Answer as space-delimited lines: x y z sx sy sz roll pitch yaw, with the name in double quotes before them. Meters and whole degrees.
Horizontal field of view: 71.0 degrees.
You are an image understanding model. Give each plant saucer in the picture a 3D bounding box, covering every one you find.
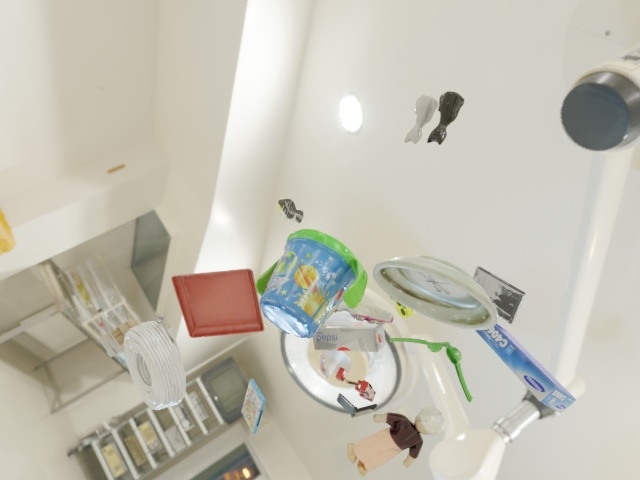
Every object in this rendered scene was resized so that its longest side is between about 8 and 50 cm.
"plant saucer" 0.363 0.143 1.404 0.400 0.101 0.400 25 -19 9
"plant saucer" -0.327 0.198 1.471 0.048 0.258 0.259 -94 178 -59

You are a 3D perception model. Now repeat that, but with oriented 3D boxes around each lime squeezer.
"lime squeezer" 0.362 0.357 1.387 0.310 0.110 0.059 37 0 -1

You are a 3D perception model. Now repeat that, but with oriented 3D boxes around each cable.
"cable" -0.479 0.362 1.296 0.257 0.089 0.257 -32 -101 47

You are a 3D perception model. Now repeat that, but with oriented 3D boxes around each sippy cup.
"sippy cup" -0.038 0.126 1.192 0.240 0.224 0.305 35 -32 -3

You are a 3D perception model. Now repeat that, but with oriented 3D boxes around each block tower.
"block tower" -0.768 0.376 1.726 0.097 0.091 0.335 56 -37 -3

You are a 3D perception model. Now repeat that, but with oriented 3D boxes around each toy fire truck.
"toy fire truck" 0.149 0.604 1.875 0.135 0.047 0.192 14 -30 31

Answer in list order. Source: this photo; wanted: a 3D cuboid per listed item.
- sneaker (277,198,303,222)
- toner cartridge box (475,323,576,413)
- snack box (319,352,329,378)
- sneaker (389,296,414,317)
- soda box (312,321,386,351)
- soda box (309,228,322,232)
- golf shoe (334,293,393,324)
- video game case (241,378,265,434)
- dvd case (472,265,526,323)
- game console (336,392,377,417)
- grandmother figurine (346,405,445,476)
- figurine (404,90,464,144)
"sneaker" -0.159 -0.137 2.079 0.094 0.081 0.208 15 -14 26
"toner cartridge box" 0.714 0.433 1.589 0.165 0.075 0.348 31 15 -32
"snack box" 0.019 0.655 2.346 0.064 0.022 0.178 59 3 -10
"sneaker" 0.392 0.258 2.159 0.296 0.109 0.123 -97 -178 -48
"soda box" 0.109 0.382 1.788 0.286 0.091 0.098 -6 -85 31
"soda box" 0.000 0.000 2.379 0.183 0.063 0.058 41 -61 47
"golf shoe" 0.123 0.205 1.570 0.306 0.140 0.115 19 -15 -9
"video game case" -0.254 0.625 1.692 0.119 0.015 0.166 42 -58 47
"dvd case" 0.797 0.248 2.054 0.238 0.029 0.179 36 -45 37
"game console" 0.115 0.521 1.440 0.122 0.107 0.071 95 -19 -60
"grandmother figurine" 0.249 0.643 1.473 0.208 0.342 0.104 52 17 -15
"figurine" 0.441 -0.475 1.793 0.092 0.209 0.215 26 -5 -35
